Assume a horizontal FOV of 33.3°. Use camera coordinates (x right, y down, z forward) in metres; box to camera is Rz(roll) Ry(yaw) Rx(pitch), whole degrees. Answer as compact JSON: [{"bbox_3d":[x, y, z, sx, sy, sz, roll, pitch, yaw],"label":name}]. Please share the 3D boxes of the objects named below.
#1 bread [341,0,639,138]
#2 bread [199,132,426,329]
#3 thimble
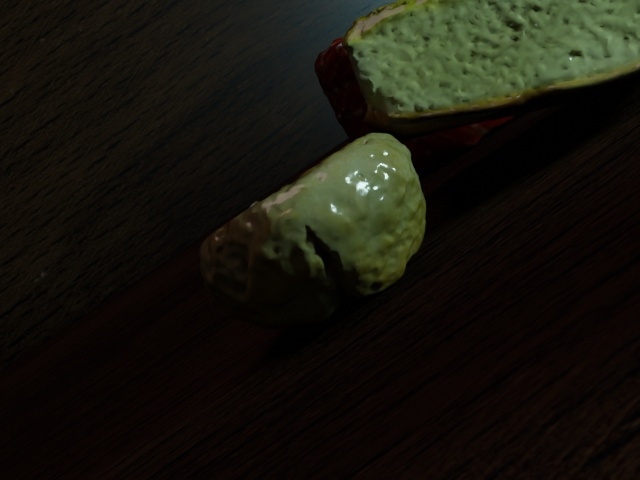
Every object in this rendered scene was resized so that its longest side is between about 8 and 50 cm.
[{"bbox_3d":[0.198,-0.207,1.152,0.324,0.143,0.333,-14,7,9],"label":"bread"},{"bbox_3d":[0.000,0.000,1.029,0.244,0.134,0.244,-35,5,3],"label":"bread"},{"bbox_3d":[0.165,-0.253,1.575,0.350,0.230,0.350,-31,9,5],"label":"thimble"}]
